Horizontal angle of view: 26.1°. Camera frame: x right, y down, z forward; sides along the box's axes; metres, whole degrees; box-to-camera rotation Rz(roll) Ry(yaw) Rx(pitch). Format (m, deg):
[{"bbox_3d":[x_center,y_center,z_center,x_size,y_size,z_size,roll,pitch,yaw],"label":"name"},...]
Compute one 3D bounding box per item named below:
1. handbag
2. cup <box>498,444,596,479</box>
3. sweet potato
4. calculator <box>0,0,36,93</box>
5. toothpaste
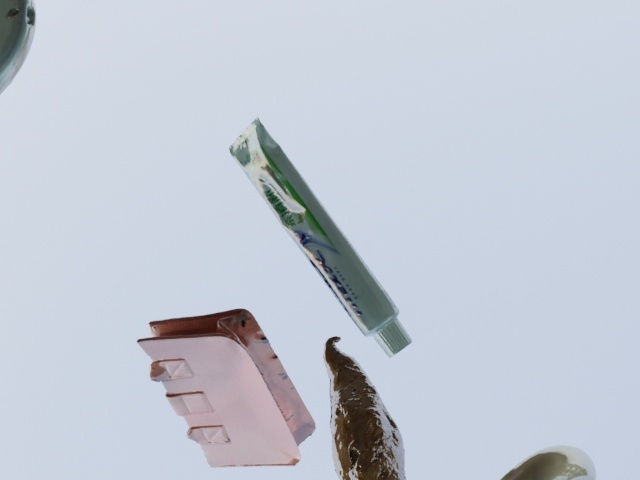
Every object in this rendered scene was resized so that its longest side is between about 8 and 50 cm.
[{"bbox_3d":[-0.112,0.180,1.654,0.157,0.213,0.059,-8,-146,29],"label":"handbag"},{"bbox_3d":[0.134,0.288,1.280,0.173,0.202,0.255,19,-99,29],"label":"cup"},{"bbox_3d":[0.035,0.153,1.085,0.060,0.068,0.206,-3,-139,-14],"label":"sweet potato"},{"bbox_3d":[-0.385,-0.155,1.273,0.295,0.042,0.184,-19,-126,23],"label":"calculator"},{"bbox_3d":[0.000,0.000,1.504,0.048,0.075,0.297,-33,-96,-39],"label":"toothpaste"}]
